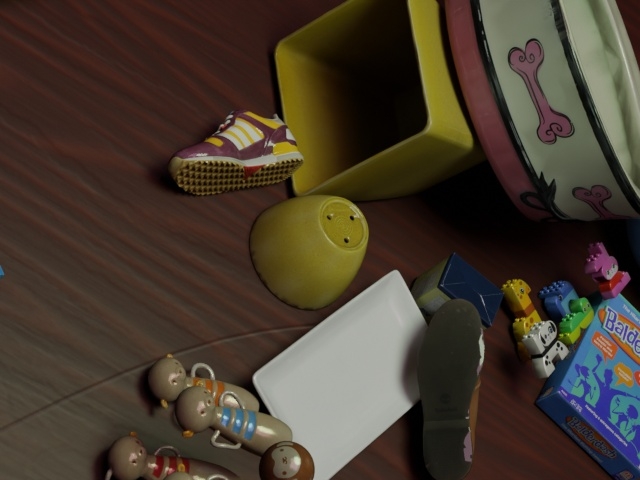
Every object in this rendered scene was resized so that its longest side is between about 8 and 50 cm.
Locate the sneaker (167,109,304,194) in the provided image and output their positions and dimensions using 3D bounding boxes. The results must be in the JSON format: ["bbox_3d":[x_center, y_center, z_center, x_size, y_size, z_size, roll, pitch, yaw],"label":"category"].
[{"bbox_3d":[-0.107,-0.106,1.810,0.185,0.069,0.084,-5,60,-44],"label":"sneaker"}]

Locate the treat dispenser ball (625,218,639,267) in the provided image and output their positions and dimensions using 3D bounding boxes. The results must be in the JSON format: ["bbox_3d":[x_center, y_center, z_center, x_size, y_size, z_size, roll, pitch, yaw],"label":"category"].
[{"bbox_3d":[0.551,-0.036,2.104,0.288,0.288,0.288,17,58,-29],"label":"treat dispenser ball"}]

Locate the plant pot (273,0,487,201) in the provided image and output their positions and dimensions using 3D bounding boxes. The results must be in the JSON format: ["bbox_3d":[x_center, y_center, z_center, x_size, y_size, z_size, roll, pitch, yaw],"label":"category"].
[{"bbox_3d":[0.094,-0.161,1.901,0.187,0.212,0.212,17,56,-45],"label":"plant pot"}]

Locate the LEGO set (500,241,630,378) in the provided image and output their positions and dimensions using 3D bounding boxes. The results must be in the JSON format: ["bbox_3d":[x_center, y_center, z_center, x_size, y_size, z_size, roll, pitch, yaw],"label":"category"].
[{"bbox_3d":[0.286,0.076,1.983,0.227,0.087,0.093,-42,108,-42],"label":"LEGO set"}]

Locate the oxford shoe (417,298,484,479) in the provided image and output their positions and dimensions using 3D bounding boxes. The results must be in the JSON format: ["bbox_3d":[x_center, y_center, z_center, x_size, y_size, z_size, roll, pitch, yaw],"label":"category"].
[{"bbox_3d":[0.151,0.174,1.830,0.076,0.076,0.212,4,79,12],"label":"oxford shoe"}]

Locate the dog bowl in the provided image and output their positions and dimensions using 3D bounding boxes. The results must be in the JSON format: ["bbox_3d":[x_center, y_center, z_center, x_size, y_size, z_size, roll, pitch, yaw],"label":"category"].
[{"bbox_3d":[0.283,-0.203,1.933,0.408,0.150,0.408,49,31,-44],"label":"dog bowl"}]

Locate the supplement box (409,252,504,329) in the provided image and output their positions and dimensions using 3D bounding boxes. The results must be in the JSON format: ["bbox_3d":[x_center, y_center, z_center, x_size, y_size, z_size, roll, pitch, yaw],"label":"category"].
[{"bbox_3d":[0.157,0.074,1.892,0.083,0.083,0.056,39,49,-14],"label":"supplement box"}]

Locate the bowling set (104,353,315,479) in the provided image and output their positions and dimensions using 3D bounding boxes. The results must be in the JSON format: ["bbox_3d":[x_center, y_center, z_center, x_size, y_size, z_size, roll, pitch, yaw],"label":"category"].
[{"bbox_3d":[-0.111,0.213,1.553,0.154,0.200,0.287,24,50,-23],"label":"bowling set"}]

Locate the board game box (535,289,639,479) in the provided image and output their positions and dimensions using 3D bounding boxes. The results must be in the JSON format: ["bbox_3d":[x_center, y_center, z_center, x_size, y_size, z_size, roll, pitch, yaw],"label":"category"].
[{"bbox_3d":[0.377,0.181,2.023,0.160,0.047,0.210,43,48,-10],"label":"board game box"}]

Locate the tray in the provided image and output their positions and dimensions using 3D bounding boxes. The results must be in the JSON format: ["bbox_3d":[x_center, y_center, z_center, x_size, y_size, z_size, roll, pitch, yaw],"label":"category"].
[{"bbox_3d":[0.034,0.153,1.785,0.270,0.030,0.145,-35,99,-42],"label":"tray"}]

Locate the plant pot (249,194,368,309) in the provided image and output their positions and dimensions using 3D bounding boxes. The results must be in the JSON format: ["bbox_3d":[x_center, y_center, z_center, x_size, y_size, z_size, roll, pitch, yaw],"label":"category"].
[{"bbox_3d":[0.000,0.000,1.807,0.134,0.095,0.134,17,58,-28],"label":"plant pot"}]

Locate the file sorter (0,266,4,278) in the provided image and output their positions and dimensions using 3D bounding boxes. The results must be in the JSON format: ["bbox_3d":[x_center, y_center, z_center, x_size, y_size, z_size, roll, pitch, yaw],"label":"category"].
[{"bbox_3d":[-0.408,0.027,1.477,0.170,0.118,0.104,-12,71,-40],"label":"file sorter"}]
